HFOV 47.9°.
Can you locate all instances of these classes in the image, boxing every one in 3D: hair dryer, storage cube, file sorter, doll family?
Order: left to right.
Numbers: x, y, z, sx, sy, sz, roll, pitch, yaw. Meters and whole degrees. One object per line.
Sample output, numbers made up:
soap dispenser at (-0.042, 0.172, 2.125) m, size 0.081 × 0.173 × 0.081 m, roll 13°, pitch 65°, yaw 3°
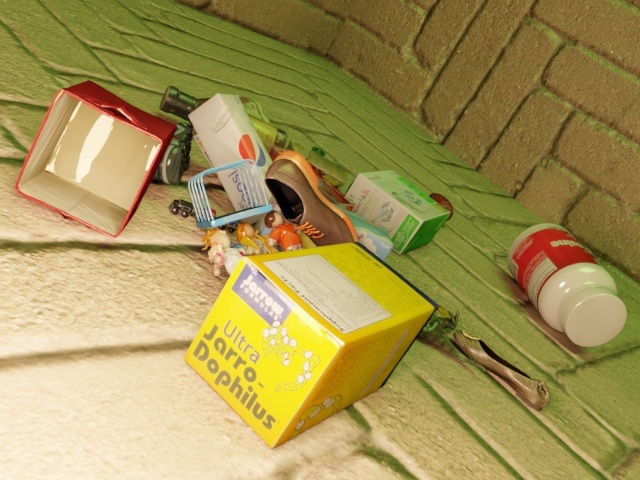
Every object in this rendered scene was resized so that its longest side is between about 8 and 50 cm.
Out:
storage cube at (-0.380, -0.145, 1.246) m, size 0.184 × 0.215 × 0.193 m, roll 27°, pitch 14°, yaw -11°
file sorter at (-0.180, -0.089, 1.379) m, size 0.118 × 0.104 × 0.170 m, roll -17°, pitch 5°, yaw -18°
doll family at (-0.133, 0.034, 1.336) m, size 0.163 × 0.118 × 0.263 m, roll 50°, pitch 32°, yaw 9°
hair dryer at (0.350, -0.140, 2.449) m, size 0.223 × 0.080 × 0.293 m, roll 41°, pitch 22°, yaw 25°

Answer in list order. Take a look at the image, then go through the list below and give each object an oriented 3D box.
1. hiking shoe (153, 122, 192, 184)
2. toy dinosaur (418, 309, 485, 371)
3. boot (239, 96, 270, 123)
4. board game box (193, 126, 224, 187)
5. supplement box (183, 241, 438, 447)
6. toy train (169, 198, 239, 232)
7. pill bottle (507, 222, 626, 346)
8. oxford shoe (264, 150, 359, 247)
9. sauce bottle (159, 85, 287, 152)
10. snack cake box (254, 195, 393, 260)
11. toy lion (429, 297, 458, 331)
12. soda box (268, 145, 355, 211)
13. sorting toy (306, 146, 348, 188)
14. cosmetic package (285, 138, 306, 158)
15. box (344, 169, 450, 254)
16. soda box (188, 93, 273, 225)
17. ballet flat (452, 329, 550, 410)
hiking shoe at (-0.350, -0.200, 1.552) m, size 0.132 × 0.113 × 0.304 m, roll 7°, pitch 13°, yaw -5°
toy dinosaur at (0.244, 0.185, 1.566) m, size 0.268 × 0.064 × 0.118 m, roll 31°, pitch 34°, yaw -1°
boot at (-0.257, -0.394, 2.189) m, size 0.165 × 0.077 × 0.213 m, roll 12°, pitch 30°, yaw -37°
board game box at (-0.250, -0.203, 1.698) m, size 0.154 × 0.026 × 0.103 m, roll 61°, pitch 5°, yaw -29°
supplement box at (0.000, 0.141, 1.126) m, size 0.194 × 0.195 × 0.356 m, roll 39°, pitch 21°, yaw 22°
toy train at (-0.233, -0.052, 1.474) m, size 0.158 × 0.036 × 0.027 m, roll 19°, pitch 23°, yaw -30°
pill bottle at (0.729, 0.130, 2.141) m, size 0.229 × 0.229 × 0.407 m, roll 24°, pitch 21°, yaw -18°
oxford shoe at (-0.019, -0.036, 1.376) m, size 0.271 × 0.097 × 0.098 m, roll 53°, pitch 39°, yaw -15°
sauce bottle at (-0.262, -0.316, 1.947) m, size 0.344 × 0.111 × 0.111 m, roll 23°, pitch 22°, yaw -22°
snack cake box at (0.000, 0.000, 1.517) m, size 0.264 × 0.152 × 0.089 m, roll 24°, pitch 21°, yaw -18°
toy lion at (0.286, 0.181, 1.684) m, size 0.096 × 0.034 × 0.100 m, roll 30°, pitch 19°, yaw -25°
soda box at (-0.040, -0.132, 1.856) m, size 0.263 × 0.092 × 0.083 m, roll 42°, pitch 23°, yaw 27°
sorting toy at (0.012, -0.204, 2.166) m, size 0.132 × 0.046 × 0.274 m, roll 29°, pitch 20°, yaw -5°
cosmetic package at (-0.077, -0.249, 2.127) m, size 0.041 × 0.060 × 0.115 m, roll 24°, pitch 23°, yaw -18°
box at (0.214, -0.086, 2.069) m, size 0.231 × 0.126 × 0.262 m, roll 40°, pitch 23°, yaw 17°
soda box at (-0.176, -0.179, 1.597) m, size 0.286 × 0.098 × 0.091 m, roll 63°, pitch 26°, yaw 4°
ballet flat at (0.400, 0.272, 1.584) m, size 0.250 × 0.058 × 0.084 m, roll 40°, pitch 21°, yaw 24°
